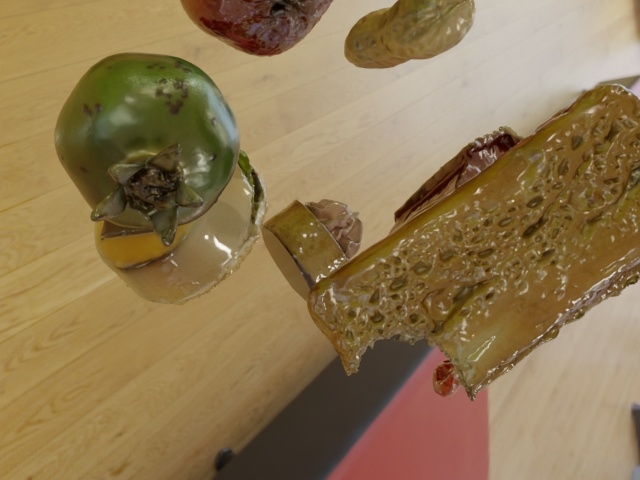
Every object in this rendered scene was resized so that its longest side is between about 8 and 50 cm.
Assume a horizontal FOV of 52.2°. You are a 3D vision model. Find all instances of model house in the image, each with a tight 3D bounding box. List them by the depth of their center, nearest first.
[{"bbox_3d":[0.198,-0.030,0.878,0.160,0.196,0.254,32,49,-10],"label":"model house"}]

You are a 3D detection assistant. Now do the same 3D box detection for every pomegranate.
[{"bbox_3d":[-0.164,-0.082,0.627,0.182,0.181,0.224,58,8,-32],"label":"pomegranate"}]

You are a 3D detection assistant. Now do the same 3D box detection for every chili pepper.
[{"bbox_3d":[0.211,0.227,1.082,0.050,0.059,0.191,57,6,8],"label":"chili pepper"}]

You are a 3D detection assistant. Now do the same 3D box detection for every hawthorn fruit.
[{"bbox_3d":[-0.118,-0.463,1.015,0.287,0.287,0.330,10,41,-52],"label":"hawthorn fruit"}]

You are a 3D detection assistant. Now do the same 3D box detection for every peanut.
[{"bbox_3d":[0.167,-0.419,1.304,0.149,0.313,0.149,-1,92,-36],"label":"peanut"}]

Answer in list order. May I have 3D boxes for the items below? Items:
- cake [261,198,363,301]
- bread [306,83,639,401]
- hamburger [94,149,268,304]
[{"bbox_3d":[0.000,0.000,1.290,0.178,0.185,0.208,-33,156,-17],"label":"cake"},{"bbox_3d":[0.178,0.021,0.632,0.185,0.380,0.109,55,2,10],"label":"bread"},{"bbox_3d":[-0.226,-0.038,1.076,0.170,0.301,0.302,36,60,-51],"label":"hamburger"}]
